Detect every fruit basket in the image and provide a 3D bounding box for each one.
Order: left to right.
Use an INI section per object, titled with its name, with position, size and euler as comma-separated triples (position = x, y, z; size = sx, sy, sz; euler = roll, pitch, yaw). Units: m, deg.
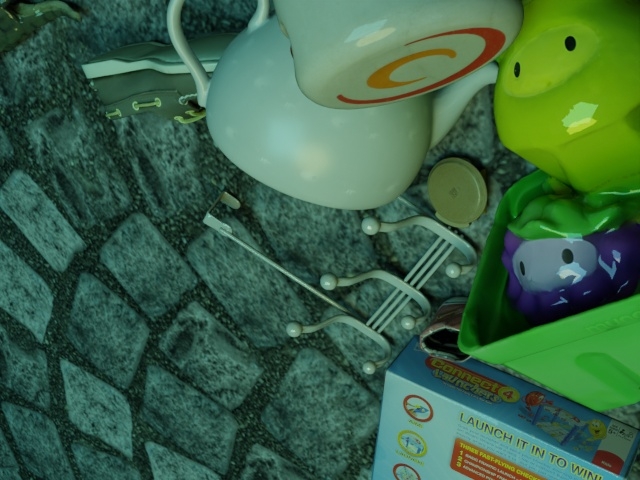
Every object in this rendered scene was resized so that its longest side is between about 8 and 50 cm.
[fruit basket]
position = 0.266, -0.062, 0.757
size = 0.391, 0.283, 0.392
euler = 14, 139, 13

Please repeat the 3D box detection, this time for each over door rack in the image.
[over door rack]
position = 0.000, 0.000, 1.080
size = 0.324, 0.108, 0.239
euler = 42, 133, 7

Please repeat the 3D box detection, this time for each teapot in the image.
[teapot]
position = 0.010, -0.166, 0.884
size = 0.252, 0.256, 0.187
euler = 39, 123, 27

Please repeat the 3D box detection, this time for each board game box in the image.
[board game box]
position = 0.221, 0.314, 1.135
size = 0.308, 0.086, 0.302
euler = 22, 129, 24

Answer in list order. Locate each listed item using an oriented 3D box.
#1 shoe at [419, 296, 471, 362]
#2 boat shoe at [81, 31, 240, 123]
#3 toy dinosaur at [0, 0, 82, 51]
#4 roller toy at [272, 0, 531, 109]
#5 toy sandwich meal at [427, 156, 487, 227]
[shoe]
position = 0.204, 0.105, 1.015
size = 0.177, 0.081, 0.064
euler = -4, 116, 38
[boat shoe]
position = -0.177, -0.197, 1.086
size = 0.305, 0.109, 0.091
euler = 6, 122, 40
[toy dinosaur]
position = -0.445, -0.326, 1.234
size = 0.268, 0.064, 0.118
euler = -11, 114, 35
[roller toy]
position = 0.054, -0.205, 0.707
size = 0.191, 0.209, 0.146
euler = -28, 77, 54
[toy sandwich meal]
position = 0.158, -0.055, 0.984
size = 0.085, 0.029, 0.086
euler = 17, 118, 36
